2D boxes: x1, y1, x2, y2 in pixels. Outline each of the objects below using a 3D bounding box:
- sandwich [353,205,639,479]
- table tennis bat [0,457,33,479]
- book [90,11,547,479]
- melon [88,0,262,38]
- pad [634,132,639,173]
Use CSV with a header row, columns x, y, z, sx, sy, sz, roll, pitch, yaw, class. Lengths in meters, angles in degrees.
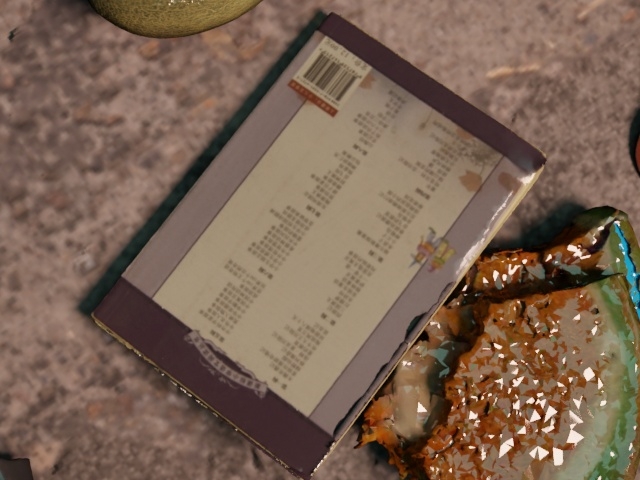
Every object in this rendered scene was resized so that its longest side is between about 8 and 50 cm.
x,y,z,sx,sy,sz,roll,pitch,yaw,class
0.125,0.085,0.711,0.159,0.079,0.235,33,84,-6,sandwich
-0.137,0.229,0.657,0.027,0.150,0.236,-31,74,32,table tennis bat
0.000,0.000,0.704,0.157,0.026,0.231,36,83,13,book
-0.073,-0.164,0.678,0.131,0.098,0.098,-18,91,-6,melon
0.338,-0.062,0.719,0.267,0.004,0.181,-35,96,21,pad
